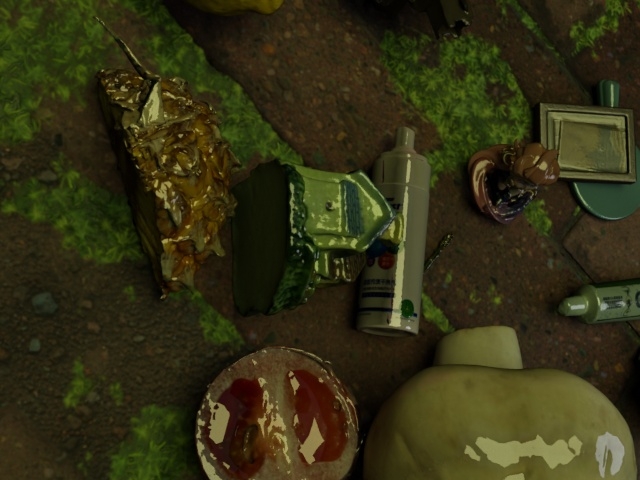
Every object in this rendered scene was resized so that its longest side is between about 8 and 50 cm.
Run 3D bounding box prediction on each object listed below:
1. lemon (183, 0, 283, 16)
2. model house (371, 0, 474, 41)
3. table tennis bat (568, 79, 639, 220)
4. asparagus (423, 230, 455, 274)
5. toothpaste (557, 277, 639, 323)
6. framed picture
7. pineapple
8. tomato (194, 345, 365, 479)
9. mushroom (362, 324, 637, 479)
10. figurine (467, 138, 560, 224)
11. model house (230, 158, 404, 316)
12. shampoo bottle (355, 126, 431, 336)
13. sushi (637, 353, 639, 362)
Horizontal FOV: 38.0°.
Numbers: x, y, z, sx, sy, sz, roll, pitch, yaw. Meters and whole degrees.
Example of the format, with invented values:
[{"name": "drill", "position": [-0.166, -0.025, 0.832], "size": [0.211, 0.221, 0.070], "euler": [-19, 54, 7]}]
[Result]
[{"name": "lemon", "position": [-0.124, -0.443, 1.226], "size": [0.253, 0.253, 0.311], "euler": [-17, 83, -26]}, {"name": "model house", "position": [0.143, -0.397, 1.356], "size": [0.211, 0.204, 0.244], "euler": [-13, 77, -26]}, {"name": "table tennis bat", "position": [0.486, -0.154, 1.568], "size": [0.152, 0.040, 0.245], "euler": [6, 80, -18]}, {"name": "asparagus", "position": [0.155, 0.043, 1.393], "size": [0.166, 0.013, 0.016], "euler": [-46, 117, -23]}, {"name": "toothpaste", "position": [0.544, 0.093, 1.538], "size": [0.391, 0.061, 0.099], "euler": [-3, 89, -29]}, {"name": "framed picture", "position": [0.436, -0.160, 1.528], "size": [0.168, 0.023, 0.128], "euler": [3, 81, -9]}, {"name": "pineapple", "position": [-0.176, -0.109, 1.174], "size": [0.161, 0.158, 0.335], "euler": [-14, 81, -14]}, {"name": "tomato", "position": [-0.067, 0.244, 1.201], "size": [0.227, 0.112, 0.199], "euler": [-1, 73, -26]}, {"name": "mushroom", "position": [0.222, 0.272, 1.210], "size": [0.325, 0.353, 0.354], "euler": [20, 68, -62]}, {"name": "figurine", "position": [0.299, -0.107, 1.421], "size": [0.126, 0.157, 0.114], "euler": [15, 53, -16]}, {"name": "model house", "position": [0.000, 0.000, 1.221], "size": [0.189, 0.214, 0.195], "euler": [-1, 78, -26]}, {"name": "shampoo bottle", "position": [0.110, -0.017, 1.339], "size": [0.092, 0.092, 0.304], "euler": [12, 77, -22]}, {"name": "sushi", "position": [0.605, 0.253, 1.492], "size": [0.172, 0.153, 0.151], "euler": [-50, 122, -45]}]
